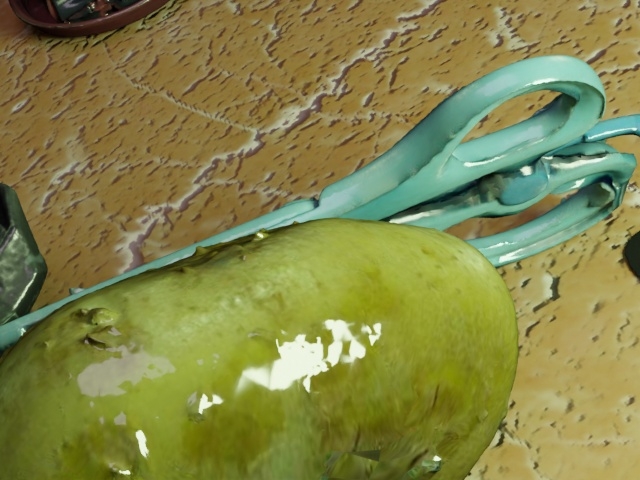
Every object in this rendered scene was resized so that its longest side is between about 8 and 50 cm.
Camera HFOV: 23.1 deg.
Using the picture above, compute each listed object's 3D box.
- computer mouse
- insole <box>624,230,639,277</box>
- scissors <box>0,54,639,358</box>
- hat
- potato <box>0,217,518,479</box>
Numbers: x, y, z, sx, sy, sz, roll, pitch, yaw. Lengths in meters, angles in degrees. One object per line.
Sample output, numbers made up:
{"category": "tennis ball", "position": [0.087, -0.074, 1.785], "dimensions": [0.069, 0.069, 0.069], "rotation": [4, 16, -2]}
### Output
{"category": "computer mouse", "position": [-0.250, 0.021, 1.074], "dimensions": [0.126, 0.071, 0.231], "rotation": [-51, 34, -12]}
{"category": "insole", "position": [0.230, 0.026, 0.881], "dimensions": [0.053, 0.002, 0.152], "rotation": [-39, 40, -20]}
{"category": "scissors", "position": [0.000, 0.000, 0.875], "dimensions": [0.392, 0.180, 0.032], "rotation": [-21, 57, -4]}
{"category": "hat", "position": [-0.190, -0.262, 1.363], "dimensions": [0.205, 0.089, 0.205], "rotation": [-13, 40, 11]}
{"category": "potato", "position": [-0.040, 0.092, 0.779], "dimensions": [0.307, 0.210, 0.173], "rotation": [-28, 36, -20]}
